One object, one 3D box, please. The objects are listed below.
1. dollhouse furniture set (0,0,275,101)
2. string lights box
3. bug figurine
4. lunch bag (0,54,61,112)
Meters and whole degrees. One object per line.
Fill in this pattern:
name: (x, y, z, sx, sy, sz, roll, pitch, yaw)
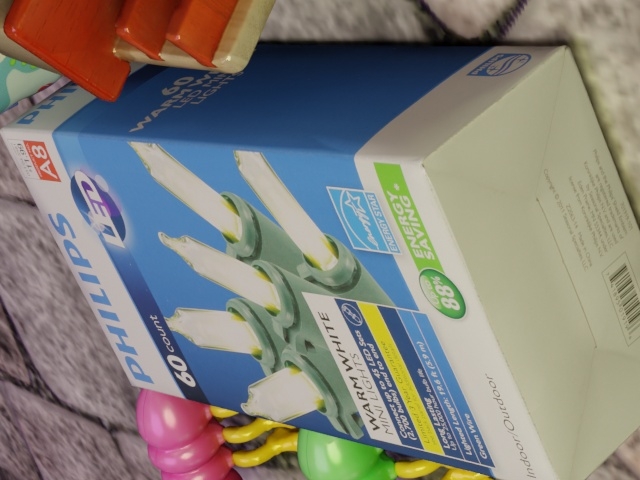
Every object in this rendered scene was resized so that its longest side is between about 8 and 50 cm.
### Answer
dollhouse furniture set: (-0.137, -0.149, 0.615, 0.135, 0.262, 0.259, 11, 164, 46)
string lights box: (0.000, 0.000, 0.725, 0.259, 0.077, 0.133, 7, 128, 51)
bug figurine: (0.002, 0.150, 0.886, 0.279, 0.072, 0.216, 9, 128, 51)
lunch bag: (-0.190, -0.129, 0.818, 0.219, 0.090, 0.176, 11, 130, 58)
